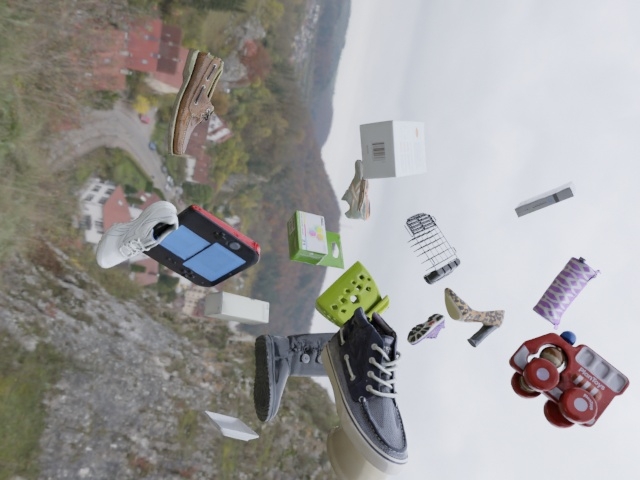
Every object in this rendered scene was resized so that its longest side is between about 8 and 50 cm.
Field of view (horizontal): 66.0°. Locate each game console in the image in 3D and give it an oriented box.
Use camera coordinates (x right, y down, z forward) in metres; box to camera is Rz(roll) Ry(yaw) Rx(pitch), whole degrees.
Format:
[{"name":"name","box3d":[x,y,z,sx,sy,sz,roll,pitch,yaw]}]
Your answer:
[{"name":"game console","box3d":[-0.453,0.039,1.863,0.386,0.342,0.060,-28,-137,35]}]

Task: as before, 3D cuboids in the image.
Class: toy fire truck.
[{"name":"toy fire truck","box3d":[0.763,0.420,1.541,0.254,0.302,0.169,-41,157,-17]}]

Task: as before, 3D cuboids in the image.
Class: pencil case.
[{"name":"pencil case","box3d":[0.694,0.145,1.395,0.088,0.086,0.206,43,-75,39]}]

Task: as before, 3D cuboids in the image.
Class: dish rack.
[{"name":"dish rack","box3d":[0.432,0.021,1.952,0.208,0.271,0.074,-19,164,-47]}]

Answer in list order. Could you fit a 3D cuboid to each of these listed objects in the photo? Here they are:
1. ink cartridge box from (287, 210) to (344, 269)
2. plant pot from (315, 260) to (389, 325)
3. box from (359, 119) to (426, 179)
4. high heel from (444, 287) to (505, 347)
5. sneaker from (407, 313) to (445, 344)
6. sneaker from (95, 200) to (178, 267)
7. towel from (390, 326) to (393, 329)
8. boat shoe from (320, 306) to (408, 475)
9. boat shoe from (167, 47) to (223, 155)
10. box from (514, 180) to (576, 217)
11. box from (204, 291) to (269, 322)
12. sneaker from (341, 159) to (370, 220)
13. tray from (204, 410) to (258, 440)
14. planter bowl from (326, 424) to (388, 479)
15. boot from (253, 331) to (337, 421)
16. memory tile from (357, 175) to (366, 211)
[{"name":"ink cartridge box","box3d":[0.000,0.000,2.024,0.097,0.255,0.189,-49,-142,46]},{"name":"plant pot","box3d":[0.130,0.243,1.881,0.228,0.207,0.227,-43,167,-12]},{"name":"box","box3d":[0.178,-0.218,1.187,0.170,0.091,0.130,-16,103,-53]},{"name":"high heel","box3d":[0.566,0.238,1.812,0.186,0.261,0.093,-37,-166,-17]},{"name":"sneaker","box3d":[0.375,0.319,1.704,0.068,0.170,0.071,11,-57,59]},{"name":"sneaker","box3d":[-0.583,-0.011,1.567,0.129,0.297,0.111,45,-9,49]},{"name":"towel","box3d":[0.259,0.401,1.780,0.113,0.023,0.152,-85,170,-49]},{"name":"boat shoe","box3d":[0.109,0.280,0.998,0.158,0.127,0.340,-58,-146,19]},{"name":"boat shoe","box3d":[-0.349,-0.380,1.382,0.111,0.104,0.307,-160,-96,-77]},{"name":"box","box3d":[0.775,-0.142,1.700,0.145,0.186,0.038,-26,92,-58]},{"name":"box","box3d":[-0.348,0.289,2.079,0.113,0.275,0.094,-12,-113,34]},{"name":"sneaker","box3d":[0.145,-0.215,2.114,0.099,0.121,0.262,-5,93,-75]},{"name":"tray","box3d":[-0.330,0.672,1.782,0.270,0.145,0.030,-13,-124,64]},{"name":"planter bowl","box3d":[0.106,0.477,1.119,0.109,0.162,0.162,-40,-161,19]},{"name":"boot","box3d":[-0.070,0.599,2.211,0.146,0.445,0.367,-10,-103,53]},{"name":"memory tile","box3d":[0.136,-0.159,1.596,0.148,0.012,0.113,99,-1,-80]}]
